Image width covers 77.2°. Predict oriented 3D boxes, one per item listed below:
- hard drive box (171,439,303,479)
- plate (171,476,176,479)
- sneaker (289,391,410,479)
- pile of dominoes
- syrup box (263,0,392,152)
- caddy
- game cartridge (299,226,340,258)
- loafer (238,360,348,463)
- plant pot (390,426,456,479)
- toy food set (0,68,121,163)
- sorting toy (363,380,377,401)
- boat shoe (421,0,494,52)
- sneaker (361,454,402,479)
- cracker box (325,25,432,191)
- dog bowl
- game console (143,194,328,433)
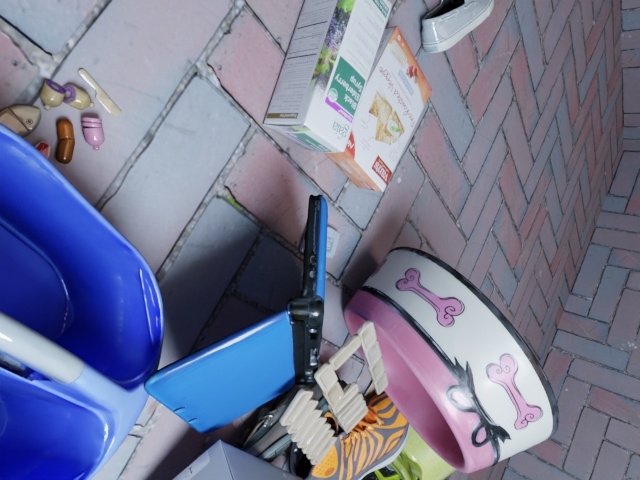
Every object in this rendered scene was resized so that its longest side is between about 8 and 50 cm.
[{"bbox_3d":[-0.131,0.413,0.575,0.181,0.089,0.232,-39,131,-4],"label":"hard drive box"},{"bbox_3d":[-0.207,0.449,0.633,0.188,0.024,0.188,-17,114,-43],"label":"plate"},{"bbox_3d":[0.071,0.392,0.823,0.321,0.125,0.180,-36,126,-30],"label":"sneaker"},{"bbox_3d":[0.023,0.252,0.660,0.196,0.040,0.251,-39,139,-20],"label":"pile of dominoes"},{"bbox_3d":[0.012,-0.258,0.589,0.093,0.096,0.236,20,86,-47],"label":"syrup box"},{"bbox_3d":[-0.259,0.062,0.287,0.341,0.179,0.241,66,36,-47],"label":"caddy"},{"bbox_3d":[0.000,0.000,0.715,0.083,0.017,0.056,15,95,-47],"label":"game cartridge"},{"bbox_3d":[-0.069,0.317,0.711,0.267,0.084,0.096,-28,152,-33],"label":"loafer"},{"bbox_3d":[0.278,0.455,0.985,0.254,0.276,0.276,-29,122,-24],"label":"plant pot"},{"bbox_3d":[-0.263,-0.114,0.405,0.122,0.019,0.078,-53,133,-21],"label":"toy food set"},{"bbox_3d":[0.135,0.364,0.966,0.062,0.012,0.083,-57,135,-13],"label":"sorting toy"},{"bbox_3d":[0.281,-0.471,0.811,0.227,0.079,0.081,-47,135,-21],"label":"boat shoe"},{"bbox_3d":[0.244,0.620,1.067,0.385,0.145,0.147,-18,128,-34],"label":"sneaker"},{"bbox_3d":[0.099,-0.225,0.709,0.156,0.067,0.232,36,76,-45],"label":"cracker box"},{"bbox_3d":[0.196,0.220,0.730,0.150,0.408,0.408,-33,126,-13],"label":"dog bowl"},{"bbox_3d":[-0.083,0.112,0.550,0.293,0.173,0.250,95,-2,-56],"label":"game console"}]
